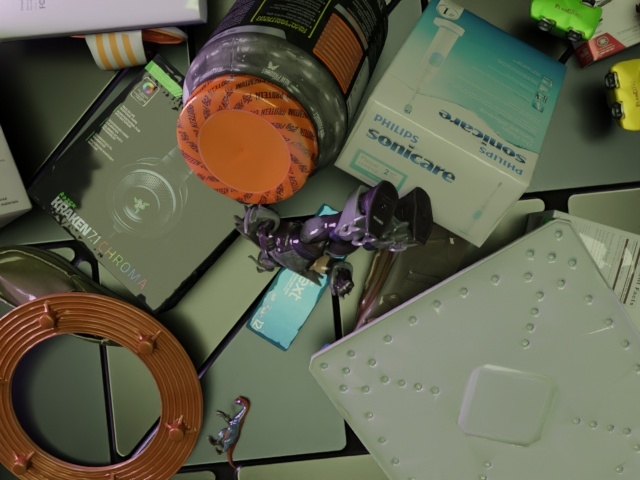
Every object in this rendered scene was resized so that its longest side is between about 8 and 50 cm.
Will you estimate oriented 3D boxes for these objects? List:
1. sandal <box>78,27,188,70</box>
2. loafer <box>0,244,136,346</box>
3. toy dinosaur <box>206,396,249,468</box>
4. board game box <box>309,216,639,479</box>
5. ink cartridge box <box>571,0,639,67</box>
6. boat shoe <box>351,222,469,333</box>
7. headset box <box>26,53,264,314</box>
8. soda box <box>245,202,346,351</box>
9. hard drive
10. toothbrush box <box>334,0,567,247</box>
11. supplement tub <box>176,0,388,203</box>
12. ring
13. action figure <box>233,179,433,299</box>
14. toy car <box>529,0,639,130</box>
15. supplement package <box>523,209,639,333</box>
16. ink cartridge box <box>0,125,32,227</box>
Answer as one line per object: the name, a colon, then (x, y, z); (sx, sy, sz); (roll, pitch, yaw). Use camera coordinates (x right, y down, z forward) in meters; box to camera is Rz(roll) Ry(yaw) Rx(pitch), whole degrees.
sandal: (-0.320, -0.283, 1.178); (0.265, 0.102, 0.076); (6, 91, 9)
loafer: (-0.379, 0.078, 1.175); (0.251, 0.087, 0.094); (23, 90, 0)
toy dinosaur: (-0.130, 0.276, 1.208); (0.082, 0.047, 0.090); (-41, 123, -9)
board game box: (0.248, 0.213, 1.102); (0.390, 0.050, 0.390); (-32, 103, 15)
ink cartridge box: (0.409, -0.336, 1.187); (0.099, 0.056, 0.135); (-23, 90, 1)
boat shoe: (0.120, 0.067, 1.162); (0.123, 0.116, 0.324); (19, 108, -15)
headset box: (-0.212, -0.083, 1.153); (0.246, 0.131, 0.283); (44, 89, 0)
soda box: (-0.023, 0.052, 1.183); (0.071, 0.067, 0.210); (32, 90, 0)
hard drive: (-0.313, -0.387, 1.101); (0.319, 0.040, 0.210); (-2, 92, 12)
toothbrush box: (0.180, -0.167, 1.074); (0.216, 0.126, 0.295); (29, 45, 0)
supplement tub: (-0.044, -0.214, 1.037); (0.207, 0.207, 0.338); (22, 46, 0)
ring: (-0.335, 0.234, 1.153); (0.336, 0.032, 0.336); (1, 108, 2)
action figure: (0.000, 0.000, 1.034); (0.185, 0.285, 0.099); (25, 60, -34)
toy car: (0.395, -0.291, 1.133); (0.225, 0.053, 0.239); (22, 92, 0)
supplement package: (0.409, 0.055, 1.145); (0.244, 0.139, 0.134); (17, 91, 0)
ink cartridge box: (-0.540, -0.130, 1.118); (0.201, 0.117, 0.278); (-22, 90, 38)
